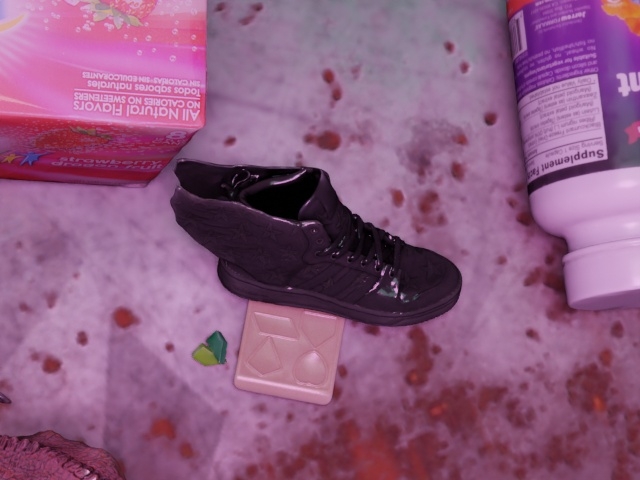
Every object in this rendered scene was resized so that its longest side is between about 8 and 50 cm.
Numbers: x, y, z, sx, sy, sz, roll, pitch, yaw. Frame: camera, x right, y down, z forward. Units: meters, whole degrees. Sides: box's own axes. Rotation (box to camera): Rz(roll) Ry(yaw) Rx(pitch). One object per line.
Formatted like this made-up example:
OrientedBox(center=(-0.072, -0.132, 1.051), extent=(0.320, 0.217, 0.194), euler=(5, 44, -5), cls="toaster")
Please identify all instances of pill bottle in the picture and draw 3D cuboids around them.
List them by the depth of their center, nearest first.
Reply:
OrientedBox(center=(0.168, -0.062, 1.026), extent=(0.108, 0.108, 0.194), euler=(-5, 80, -5), cls="pill bottle")

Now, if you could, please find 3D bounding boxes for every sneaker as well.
OrientedBox(center=(0.000, -0.002, 1.007), extent=(0.170, 0.089, 0.051), euler=(6, 49, -3), cls="sneaker")

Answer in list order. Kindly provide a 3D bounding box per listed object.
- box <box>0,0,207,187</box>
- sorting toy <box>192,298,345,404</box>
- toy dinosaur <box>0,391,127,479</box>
OrientedBox(center=(-0.219, -0.119, 0.957), extent=(0.299, 0.154, 0.142), euler=(3, 78, -18), cls="box")
OrientedBox(center=(-0.030, 0.058, 1.038), extent=(0.083, 0.012, 0.062), euler=(11, 76, -2), cls="sorting toy")
OrientedBox(center=(-0.158, 0.135, 0.914), extent=(0.295, 0.127, 0.200), euler=(3, 107, 26), cls="toy dinosaur")
